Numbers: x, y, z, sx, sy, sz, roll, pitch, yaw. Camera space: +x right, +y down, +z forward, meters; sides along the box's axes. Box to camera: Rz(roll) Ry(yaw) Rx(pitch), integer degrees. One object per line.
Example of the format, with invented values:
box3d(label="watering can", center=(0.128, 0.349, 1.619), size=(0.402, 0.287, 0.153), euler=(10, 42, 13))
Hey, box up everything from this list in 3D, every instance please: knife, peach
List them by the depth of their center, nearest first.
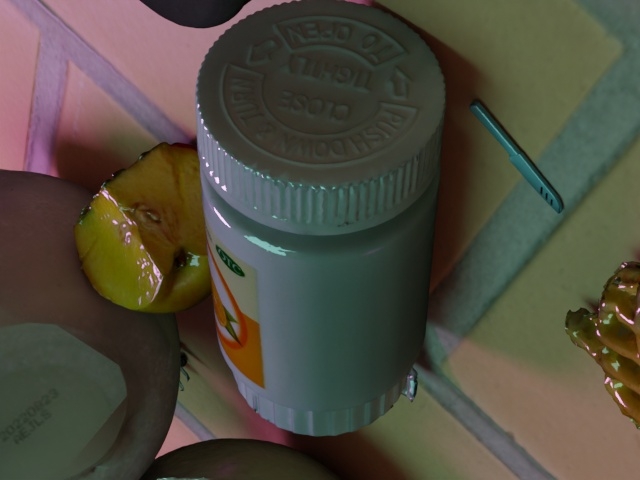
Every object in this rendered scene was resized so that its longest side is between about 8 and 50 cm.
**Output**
box3d(label="knife", center=(0.124, -0.052, 0.969), size=(0.091, 0.005, 0.014), euler=(49, 152, -6))
box3d(label="peach", center=(-0.132, -0.001, 1.272), size=(0.151, 0.151, 0.118), euler=(36, 173, 19))

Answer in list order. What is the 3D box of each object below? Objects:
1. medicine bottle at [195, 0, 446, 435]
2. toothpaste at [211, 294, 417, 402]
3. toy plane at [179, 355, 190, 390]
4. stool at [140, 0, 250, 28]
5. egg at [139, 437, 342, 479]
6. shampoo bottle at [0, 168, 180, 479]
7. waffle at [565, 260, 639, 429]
box3d(label="medicine bottle", center=(0.000, 0.000, 1.051), size=(0.158, 0.158, 0.318), euler=(34, 150, 23))
box3d(label="toothpaste", center=(-0.017, 0.056, 1.280), size=(0.248, 0.047, 0.078), euler=(25, 130, 33))
box3d(label="toy plane", center=(-0.163, 0.118, 1.589), size=(0.080, 0.033, 0.083), euler=(19, 136, 43))
box3d(label="stool", center=(-0.081, -0.227, 0.876), size=(0.228, 0.139, 0.153), euler=(33, 150, 27))
box3d(label="egg", center=(-0.058, 0.309, 1.512), size=(0.337, 0.201, 0.337), euler=(12, 124, 19))
box3d(label="shampoo bottle", center=(-0.289, 0.102, 1.412), size=(0.317, 0.322, 0.322), euler=(47, 163, 52))
box3d(label="waffle", center=(0.267, 0.106, 0.935), size=(0.254, 0.052, 0.245), euler=(49, 154, -7))
